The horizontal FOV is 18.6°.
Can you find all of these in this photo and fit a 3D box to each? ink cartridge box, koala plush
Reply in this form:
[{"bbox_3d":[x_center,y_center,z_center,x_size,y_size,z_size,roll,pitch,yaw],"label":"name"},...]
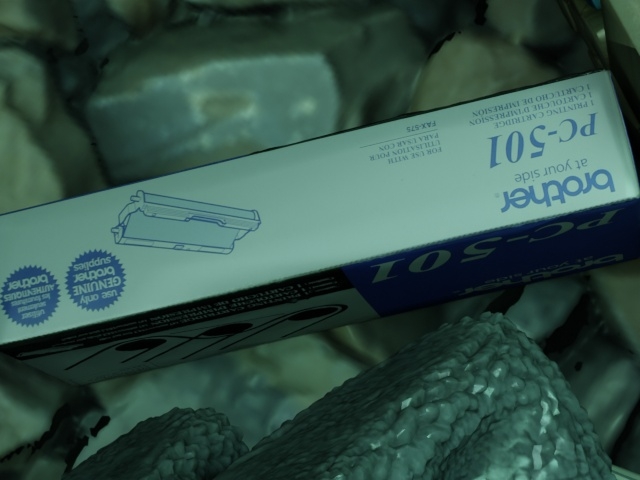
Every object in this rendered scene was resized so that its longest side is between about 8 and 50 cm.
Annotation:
[{"bbox_3d":[0.000,0.000,0.643,0.207,0.097,0.046,-14,77,7],"label":"ink cartridge box"},{"bbox_3d":[-0.001,0.172,0.565,0.196,0.203,0.221,-20,103,40],"label":"koala plush"}]

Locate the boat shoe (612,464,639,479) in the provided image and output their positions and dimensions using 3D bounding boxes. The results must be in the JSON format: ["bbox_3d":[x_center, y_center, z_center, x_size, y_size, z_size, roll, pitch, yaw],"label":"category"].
[{"bbox_3d":[0.131,0.146,0.599,0.227,0.081,0.079,42,88,14],"label":"boat shoe"}]

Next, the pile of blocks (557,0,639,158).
[{"bbox_3d":[0.134,-0.094,0.614,0.113,0.149,0.362,-27,75,4],"label":"pile of blocks"}]
